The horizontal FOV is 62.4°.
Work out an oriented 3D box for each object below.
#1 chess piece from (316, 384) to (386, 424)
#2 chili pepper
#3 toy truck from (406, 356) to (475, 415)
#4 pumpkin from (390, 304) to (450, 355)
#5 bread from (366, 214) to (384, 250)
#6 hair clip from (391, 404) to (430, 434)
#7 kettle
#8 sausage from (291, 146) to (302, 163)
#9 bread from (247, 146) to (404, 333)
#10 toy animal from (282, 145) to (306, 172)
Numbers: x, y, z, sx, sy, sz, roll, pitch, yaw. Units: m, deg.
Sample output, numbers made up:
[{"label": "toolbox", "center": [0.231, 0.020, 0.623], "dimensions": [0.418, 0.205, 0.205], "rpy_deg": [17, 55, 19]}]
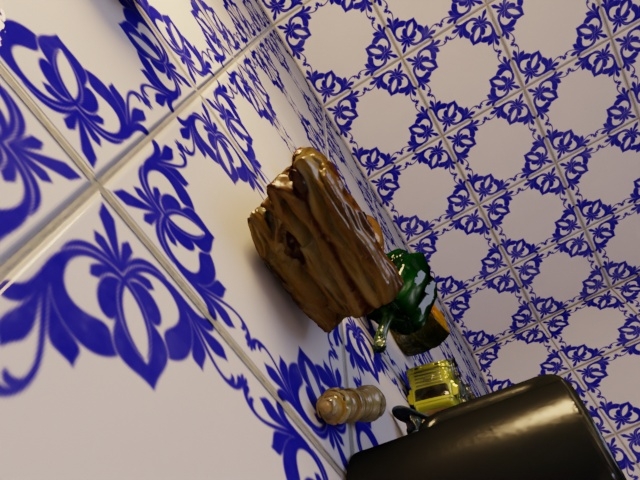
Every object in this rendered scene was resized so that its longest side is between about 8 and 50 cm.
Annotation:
[{"label": "chess piece", "center": [0.041, 0.235, 0.754], "dimensions": [0.172, 0.060, 0.060], "rpy_deg": [31, 31, -61]}, {"label": "chili pepper", "center": [0.165, 0.144, 1.226], "dimensions": [0.165, 0.261, 0.174], "rpy_deg": [22, -30, 32]}, {"label": "toy truck", "center": [0.306, 0.411, 1.275], "dimensions": [0.272, 0.124, 0.157], "rpy_deg": [54, 24, -40]}, {"label": "pumpkin", "center": [0.260, 0.189, 1.532], "dimensions": [0.190, 0.139, 0.281], "rpy_deg": [40, 26, -48]}, {"label": "bread", "center": [0.181, -0.024, 1.848], "dimensions": [0.114, 0.077, 0.189], "rpy_deg": [45, 22, -38]}, {"label": "hair clip", "center": [0.278, 0.362, 1.040], "dimensions": [0.083, 0.275, 0.048], "rpy_deg": [-108, -154, -51]}, {"label": "kettle", "center": [0.222, 0.321, 0.695], "dimensions": [0.203, 0.307, 0.262], "rpy_deg": [66, 14, 18]}, {"label": "sausage", "center": [-0.055, -0.220, 1.424], "dimensions": [0.131, 0.039, 0.041], "rpy_deg": [-85, 151, -67]}, {"label": "bread", "center": [0.000, 0.000, 0.859], "dimensions": [0.278, 0.167, 0.324], "rpy_deg": [59, 4, -5]}, {"label": "toy animal", "center": [-0.055, -0.149, 1.207], "dimensions": [0.091, 0.082, 0.114], "rpy_deg": [-34, 116, -36]}]
